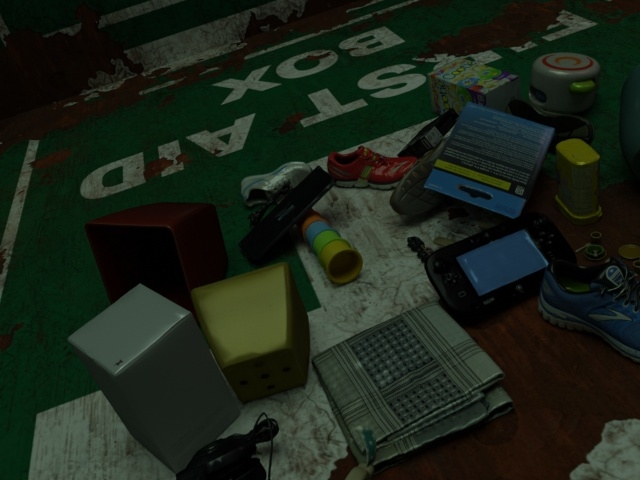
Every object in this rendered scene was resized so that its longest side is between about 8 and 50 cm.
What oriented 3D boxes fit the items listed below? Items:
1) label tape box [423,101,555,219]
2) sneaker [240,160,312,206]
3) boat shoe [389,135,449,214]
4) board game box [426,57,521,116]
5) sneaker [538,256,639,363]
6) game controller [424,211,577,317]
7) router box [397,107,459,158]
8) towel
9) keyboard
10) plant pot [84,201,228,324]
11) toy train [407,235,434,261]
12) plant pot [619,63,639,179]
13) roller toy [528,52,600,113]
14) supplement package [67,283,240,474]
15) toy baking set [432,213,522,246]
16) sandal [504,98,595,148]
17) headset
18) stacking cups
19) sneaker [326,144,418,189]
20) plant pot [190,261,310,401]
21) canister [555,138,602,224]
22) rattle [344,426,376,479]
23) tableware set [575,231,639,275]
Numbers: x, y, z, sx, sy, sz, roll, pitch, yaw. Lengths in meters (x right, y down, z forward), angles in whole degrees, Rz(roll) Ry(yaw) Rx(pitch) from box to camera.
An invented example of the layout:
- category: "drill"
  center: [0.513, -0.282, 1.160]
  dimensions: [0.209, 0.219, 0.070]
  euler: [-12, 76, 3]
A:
- category: "label tape box"
  center: [0.423, -0.179, 1.626]
  dimensions: [0.241, 0.106, 0.333]
  euler: [22, 58, 16]
- category: "sneaker"
  center: [-0.129, -0.164, 1.934]
  dimensions: [0.229, 0.087, 0.092]
  euler: [-19, 42, 9]
- category: "boat shoe"
  center: [0.288, -0.164, 1.742]
  dimensions: [0.324, 0.123, 0.116]
  euler: [-40, 8, -33]
- category: "board game box"
  center: [0.480, -0.457, 2.020]
  dimensions: [0.142, 0.144, 0.275]
  euler: [-29, 36, -15]
- category: "sneaker"
  center: [0.561, 0.121, 1.198]
  dimensions: [0.330, 0.147, 0.130]
  euler: [18, 48, 38]
- category: "game controller"
  center: [0.389, 0.051, 1.387]
  dimensions: [0.319, 0.067, 0.166]
  euler: [-22, 55, -11]
- category: "router box"
  center: [0.322, -0.309, 1.913]
  dimensions: [0.179, 0.046, 0.133]
  euler: [-46, 10, -35]
- category: "towel"
  center: [0.164, 0.265, 1.245]
  dimensions: [0.312, 0.056, 0.324]
  euler: [-22, 36, -8]
- category: "keyboard"
  center: [-0.101, -0.082, 1.757]
  dimensions: [0.317, 0.033, 0.201]
  euler: [-44, 35, -2]
- category: "plant pot"
  center: [-0.385, 0.031, 1.636]
  dimensions: [0.267, 0.267, 0.236]
  euler: [2, 27, 25]
- category: "toy train"
  center: [0.255, 0.033, 1.548]
  dimensions: [0.036, 0.027, 0.158]
  euler: [-14, 33, -15]
- category: "plant pot"
  center: [0.839, -0.255, 1.492]
  dimensions: [0.293, 0.293, 0.235]
  euler: [7, 55, 30]
- category: "roller toy"
  center: [0.728, -0.467, 1.930]
  dimensions: [0.191, 0.146, 0.209]
  euler: [15, 39, 24]
- category: "supplement package"
  center: [-0.310, 0.264, 1.234]
  dimensions: [0.177, 0.293, 0.175]
  euler: [21, 50, 40]
- category: "toy baking set"
  center: [0.410, 0.003, 1.526]
  dimensions: [0.256, 0.030, 0.197]
  euler: [-17, 30, -9]
- category: "sandal"
  center: [0.640, -0.316, 1.814]
  dimensions: [0.086, 0.120, 0.303]
  euler: [-6, 27, -37]
- category: "headset"
  center: [-0.142, 0.426, 1.027]
  dimensions: [0.185, 0.243, 0.394]
  euler: [-27, 16, 20]
- category: "stacking cups"
  center: [0.000, 0.000, 1.655]
  dimensions: [0.096, 0.096, 0.316]
  euler: [-25, 31, -12]
- category: "sneaker"
  center: [0.146, -0.219, 1.854]
  dimensions: [0.279, 0.118, 0.107]
  euler: [-2, 39, 21]
- category: "plant pot"
  center: [-0.130, 0.205, 1.333]
  dimensions: [0.212, 0.212, 0.187]
  euler: [-16, 46, 0]
- category: "canister"
  center: [0.604, -0.139, 1.512]
  dimensions: [0.073, 0.170, 0.126]
  euler: [-17, 35, 0]
- category: "rattle"
  center: [0.094, 0.411, 1.028]
  dimensions: [0.143, 0.130, 0.199]
  euler: [6, 33, 31]
- category: "tableware set"
  center: [0.644, 0.026, 1.398]
  dimensions: [0.104, 0.024, 0.154]
  euler: [-27, 36, -15]
